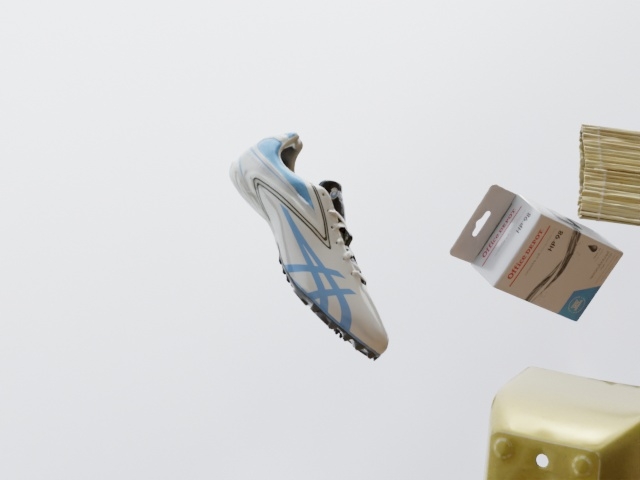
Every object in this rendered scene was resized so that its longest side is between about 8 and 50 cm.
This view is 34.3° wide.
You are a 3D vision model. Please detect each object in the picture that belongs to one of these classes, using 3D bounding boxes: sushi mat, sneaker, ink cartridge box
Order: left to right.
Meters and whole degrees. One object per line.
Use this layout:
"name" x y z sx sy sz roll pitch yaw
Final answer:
"sneaker" 0.000 0.000 0.939 0.086 0.237 0.085 -34 -21 6
"ink cartridge box" 0.252 0.016 1.212 0.180 0.060 0.104 21 -72 -30
"sushi mat" 0.499 -0.072 1.368 0.019 0.316 0.151 88 -169 -59

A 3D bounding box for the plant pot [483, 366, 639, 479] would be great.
"plant pot" 0.110 0.106 0.458 0.083 0.081 0.081 1 -84 -60
